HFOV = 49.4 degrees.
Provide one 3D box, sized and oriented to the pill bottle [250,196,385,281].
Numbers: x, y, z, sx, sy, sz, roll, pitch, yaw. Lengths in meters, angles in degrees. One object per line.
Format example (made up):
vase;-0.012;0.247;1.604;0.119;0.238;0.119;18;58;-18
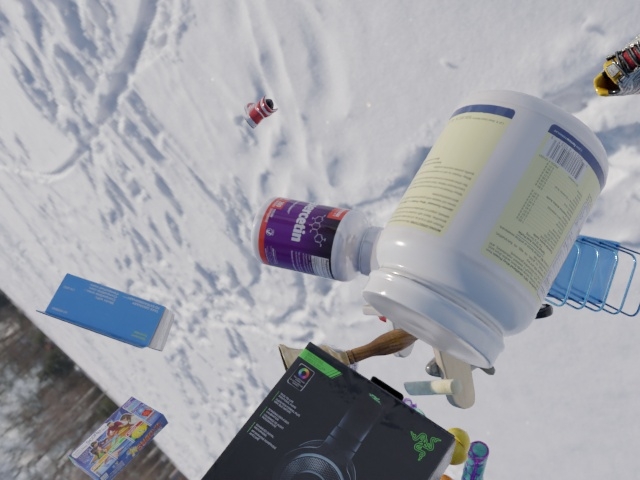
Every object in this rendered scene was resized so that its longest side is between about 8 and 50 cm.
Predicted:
pill bottle;0.000;0.000;1.742;0.322;0.182;0.181;11;148;23

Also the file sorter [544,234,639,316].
file sorter;0.459;0.059;1.184;0.170;0.118;0.104;9;-168;-22

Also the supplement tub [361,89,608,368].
supplement tub;0.222;-0.015;0.958;0.235;0.325;0.235;31;169;7

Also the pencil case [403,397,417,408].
pencil case;0.123;0.379;1.635;0.206;0.088;0.086;15;122;33

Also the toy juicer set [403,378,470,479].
toy juicer set;0.187;0.366;1.294;0.089;0.329;0.209;25;138;-18

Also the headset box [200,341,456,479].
headset box;0.016;0.315;0.947;0.246;0.283;0.131;31;156;23

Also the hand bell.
hand bell;0.059;0.197;1.203;0.126;0.242;0.126;161;90;-82

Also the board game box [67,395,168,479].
board game box;-0.477;0.470;1.643;0.136;0.201;0.035;14;136;41

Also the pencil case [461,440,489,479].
pencil case;0.423;0.616;1.901;0.064;0.070;0.152;6;129;11

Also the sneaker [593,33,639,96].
sneaker;0.546;-0.302;1.193;0.225;0.092;0.088;94;160;-75

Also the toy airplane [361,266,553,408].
toy airplane;0.269;0.114;1.499;0.384;0.386;0.272;34;176;-9

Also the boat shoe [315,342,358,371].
boat shoe;-0.008;0.325;1.841;0.102;0.108;0.301;11;172;-21

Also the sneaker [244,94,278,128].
sneaker;-0.124;-0.277;1.453;0.042;0.067;0.118;46;-166;-24

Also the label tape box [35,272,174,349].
label tape box;-0.477;0.167;1.603;0.240;0.106;0.334;20;168;-3
